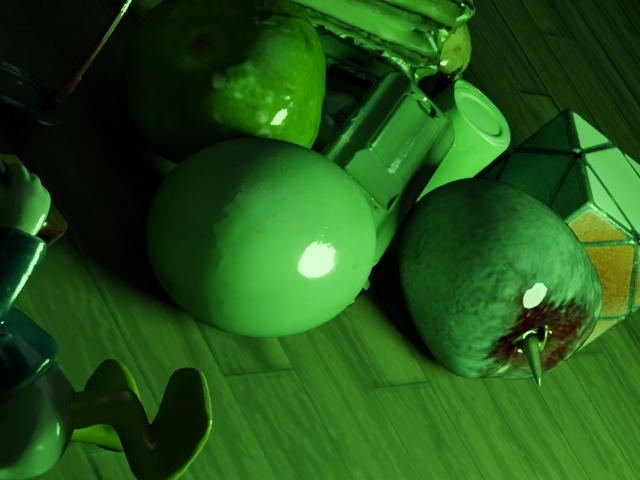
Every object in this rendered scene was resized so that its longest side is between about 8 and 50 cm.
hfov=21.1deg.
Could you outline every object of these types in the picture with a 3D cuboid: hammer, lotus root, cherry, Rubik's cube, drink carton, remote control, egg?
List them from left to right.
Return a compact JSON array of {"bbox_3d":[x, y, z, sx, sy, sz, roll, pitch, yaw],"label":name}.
[{"bbox_3d":[-0.058,-0.003,1.741,0.283,0.203,0.203,8,50,-58],"label":"egg"},{"bbox_3d":[-0.015,-0.201,2.134,0.116,0.069,0.194,-33,101,-59],"label":"hammer"},{"bbox_3d":[0.071,-0.090,2.057,0.128,0.065,0.335,46,38,-9],"label":"remote control"},{"bbox_3d":[0.111,-0.311,2.392,0.146,0.160,0.284,8,48,-59],"label":"lotus root"},{"bbox_3d":[0.167,-0.125,2.275,0.144,0.142,0.146,42,28,-17],"label":"drink carton"},{"bbox_3d":[0.209,0.050,2.055,0.255,0.218,0.296,15,31,-43],"label":"cherry"},{"bbox_3d":[0.338,-0.012,2.321,0.207,0.205,0.205,32,34,-29],"label":"Rubik's cube"}]

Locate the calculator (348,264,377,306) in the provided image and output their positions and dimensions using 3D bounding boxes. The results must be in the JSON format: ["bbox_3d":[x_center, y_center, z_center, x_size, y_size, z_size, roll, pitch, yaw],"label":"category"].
[{"bbox_3d":[0.000,0.000,2.004,0.157,0.033,0.236,48,26,-4],"label":"calculator"}]

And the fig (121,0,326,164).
[{"bbox_3d":[-0.110,-0.160,1.915,0.233,0.233,0.314,54,-15,5],"label":"fig"}]

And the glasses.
[{"bbox_3d":[-0.288,-0.269,1.670,0.234,0.268,0.118,33,14,-26],"label":"glasses"}]

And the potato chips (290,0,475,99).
[{"bbox_3d":[0.004,-0.369,2.270,0.429,0.070,0.358,19,57,-7],"label":"potato chips"}]

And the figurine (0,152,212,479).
[{"bbox_3d":[-0.280,0.054,1.381,0.338,0.204,0.283,8,74,-35],"label":"figurine"}]
